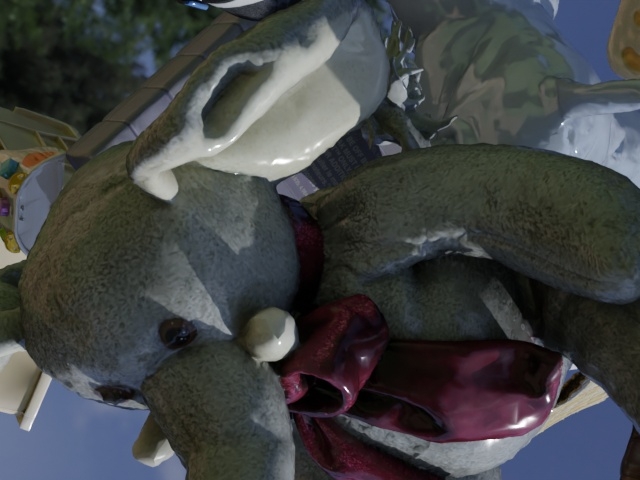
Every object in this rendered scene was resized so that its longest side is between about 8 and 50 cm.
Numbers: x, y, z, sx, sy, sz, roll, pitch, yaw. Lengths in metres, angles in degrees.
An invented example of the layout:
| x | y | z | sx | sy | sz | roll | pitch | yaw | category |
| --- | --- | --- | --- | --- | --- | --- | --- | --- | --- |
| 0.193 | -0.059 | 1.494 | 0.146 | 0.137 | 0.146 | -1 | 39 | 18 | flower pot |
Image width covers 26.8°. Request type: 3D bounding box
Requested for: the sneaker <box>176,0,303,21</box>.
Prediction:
| x | y | z | sx | sy | sz | roll | pitch | yaw | category |
| --- | --- | --- | --- | --- | --- | --- | --- | --- | --- |
| -0.017 | -0.189 | 0.716 | 0.217 | 0.121 | 0.079 | -41 | -121 | 43 | sneaker |

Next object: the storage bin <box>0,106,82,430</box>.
| x | y | z | sx | sy | sz | roll | pitch | yaw | category |
| --- | --- | --- | --- | --- | --- | --- | --- | --- | --- |
| -0.336 | 0.012 | 1.407 | 0.262 | 0.123 | 0.260 | -65 | -151 | 12 | storage bin |

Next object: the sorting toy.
| x | y | z | sx | sy | sz | roll | pitch | yaw | category |
| --- | --- | --- | --- | --- | --- | --- | --- | --- | --- |
| -0.214 | -0.029 | 0.938 | 0.075 | 0.045 | 0.083 | 25 | -67 | 47 | sorting toy |

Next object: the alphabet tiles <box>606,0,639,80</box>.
| x | y | z | sx | sy | sz | roll | pitch | yaw | category |
| --- | --- | --- | --- | --- | --- | --- | --- | --- | --- |
| 0.239 | -0.189 | 0.676 | 0.284 | 0.021 | 0.278 | 39 | -57 | 45 | alphabet tiles |

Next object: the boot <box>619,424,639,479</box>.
| x | y | z | sx | sy | sz | roll | pitch | yaw | category |
| --- | --- | --- | --- | --- | --- | --- | --- | --- | --- |
| 0.241 | 0.111 | 0.837 | 0.106 | 0.037 | 0.114 | 5 | -108 | 27 | boot |

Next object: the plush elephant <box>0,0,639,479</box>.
| x | y | z | sx | sy | sz | roll | pitch | yaw | category |
| --- | --- | --- | --- | --- | --- | --- | --- | --- | --- |
| -0.008 | 0.041 | 0.573 | 0.272 | 0.255 | 0.330 | -49 | -121 | 44 | plush elephant |

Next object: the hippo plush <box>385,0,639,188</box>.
| x | y | z | sx | sy | sz | roll | pitch | yaw | category |
| --- | --- | --- | --- | --- | --- | --- | --- | --- | --- |
| 0.087 | -0.117 | 0.914 | 0.234 | 0.294 | 0.236 | -25 | -105 | 13 | hippo plush |

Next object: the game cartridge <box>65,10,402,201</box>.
| x | y | z | sx | sy | sz | roll | pitch | yaw | category |
| --- | --- | --- | --- | --- | --- | --- | --- | --- | --- |
| 0.000 | 0.000 | 1.003 | 0.230 | 0.355 | 0.068 | -48 | -153 | -27 | game cartridge |

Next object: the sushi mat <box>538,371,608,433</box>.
| x | y | z | sx | sy | sz | roll | pitch | yaw | category |
| --- | --- | --- | --- | --- | --- | --- | --- | --- | --- |
| 0.284 | 0.144 | 1.370 | 0.151 | 0.316 | 0.019 | -46 | -108 | 24 | sushi mat |

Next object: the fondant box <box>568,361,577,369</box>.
| x | y | z | sx | sy | sz | roll | pitch | yaw | category |
| --- | --- | --- | --- | --- | --- | --- | --- | --- | --- |
| 0.131 | 0.032 | 1.520 | 0.330 | 0.238 | 0.096 | 34 | -73 | 29 | fondant box |
